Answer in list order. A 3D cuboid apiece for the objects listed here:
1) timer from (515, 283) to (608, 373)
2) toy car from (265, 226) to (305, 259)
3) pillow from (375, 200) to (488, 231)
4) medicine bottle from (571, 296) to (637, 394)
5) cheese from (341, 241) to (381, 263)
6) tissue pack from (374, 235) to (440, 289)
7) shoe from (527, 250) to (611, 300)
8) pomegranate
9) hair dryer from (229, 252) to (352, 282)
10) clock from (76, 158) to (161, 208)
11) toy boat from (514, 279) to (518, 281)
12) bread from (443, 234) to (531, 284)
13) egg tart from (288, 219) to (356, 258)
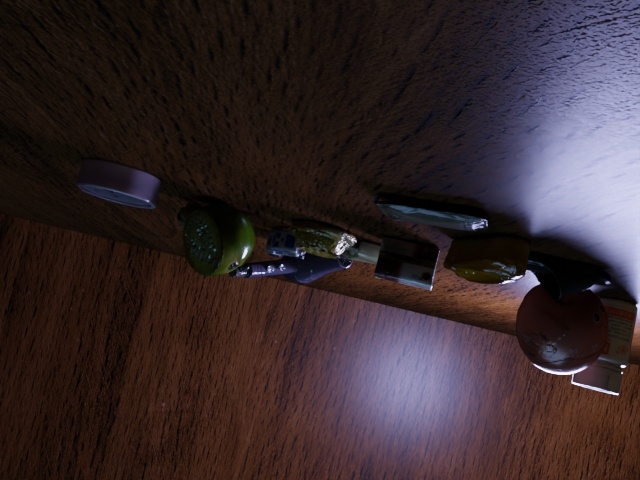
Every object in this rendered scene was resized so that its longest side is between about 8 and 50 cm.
[{"bbox_3d":[0.617,0.220,1.897,0.230,0.229,0.215,9,129,28],"label":"timer"},{"bbox_3d":[-0.095,0.007,2.117,0.070,0.080,0.171,21,169,-41],"label":"toy car"},{"bbox_3d":[0.216,-0.048,1.437,0.218,0.033,0.130,11,172,16],"label":"pillow"},{"bbox_3d":[0.783,0.288,2.042,0.145,0.252,0.144,12,173,1],"label":"medicine bottle"},{"bbox_3d":[0.173,0.045,2.056,0.235,0.049,0.127,15,170,-2],"label":"cheese"},{"bbox_3d":[0.220,0.058,1.881,0.149,0.106,0.099,12,172,9],"label":"tissue pack"},{"bbox_3d":[0.524,0.088,1.672,0.241,0.093,0.108,15,170,0],"label":"shoe"},{"bbox_3d":[-0.277,-0.007,1.985,0.241,0.189,0.159,4,-168,42],"label":"pomegranate"},{"bbox_3d":[-0.112,0.082,2.245,0.361,0.121,0.301,-8,178,-38],"label":"hair dryer"},{"bbox_3d":[-0.495,-0.138,1.823,0.197,0.068,0.197,13,171,2],"label":"clock"},{"bbox_3d":[0.439,0.069,1.797,0.061,0.060,0.137,43,167,-19],"label":"toy boat"},{"bbox_3d":[0.360,0.041,1.620,0.102,0.094,0.245,22,169,-19],"label":"bread"},{"bbox_3d":[0.000,0.000,1.966,0.191,0.074,0.191,15,172,2],"label":"egg tart"}]
